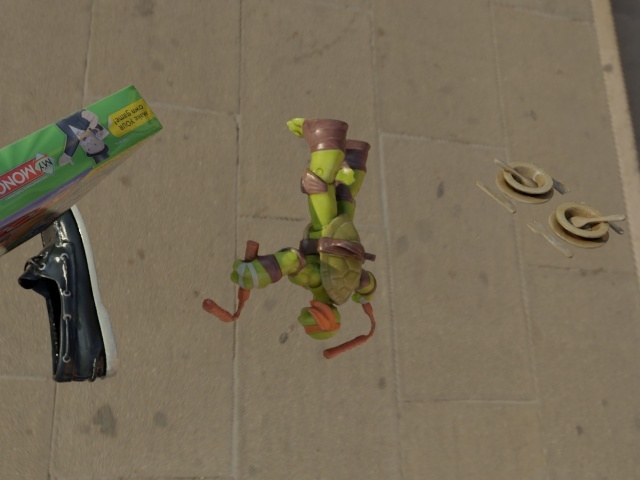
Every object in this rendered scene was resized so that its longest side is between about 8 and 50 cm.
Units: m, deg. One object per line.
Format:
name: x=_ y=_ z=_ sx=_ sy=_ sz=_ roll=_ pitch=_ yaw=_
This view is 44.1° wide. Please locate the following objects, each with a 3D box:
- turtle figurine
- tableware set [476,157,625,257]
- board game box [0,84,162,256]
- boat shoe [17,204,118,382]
turtle figurine: x=0.000 y=0.000 z=0.741 sx=0.269 sy=0.087 sz=0.218 roll=15 pitch=75 yaw=-52
tableware set: x=0.336 y=-0.060 z=1.138 sx=0.128 sy=0.039 sz=0.194 roll=-20 pitch=48 yaw=-31
board game box: x=-0.280 y=0.005 z=0.576 sx=0.046 sy=0.213 sz=0.317 roll=55 pitch=41 yaw=-8
boat shoe: x=-0.425 y=0.070 z=1.272 sx=0.113 sy=0.127 sz=0.340 roll=-12 pitch=80 yaw=-32
